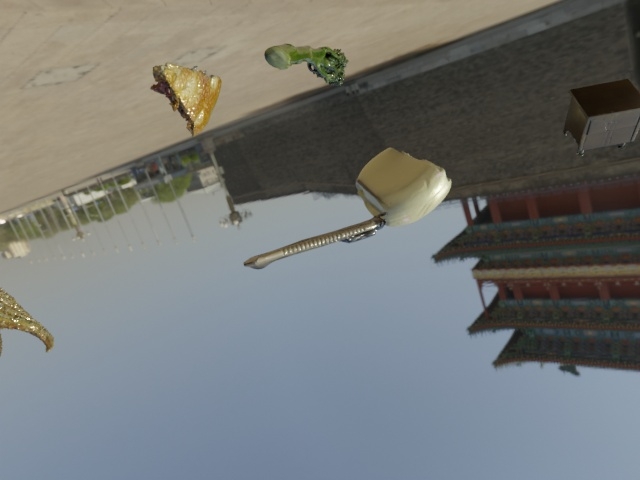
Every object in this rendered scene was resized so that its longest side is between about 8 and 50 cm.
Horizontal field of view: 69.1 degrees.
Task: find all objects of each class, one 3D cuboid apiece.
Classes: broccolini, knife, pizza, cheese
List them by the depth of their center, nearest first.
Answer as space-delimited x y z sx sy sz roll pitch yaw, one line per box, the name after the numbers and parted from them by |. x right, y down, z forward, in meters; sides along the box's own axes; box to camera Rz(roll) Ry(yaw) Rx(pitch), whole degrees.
-0.014 -0.327 0.887 0.079 0.074 0.392 -46 -177 27 | broccolini
0.003 0.006 1.007 0.366 0.043 0.089 -18 173 -29 | knife
-0.304 -0.327 1.016 0.069 0.154 0.194 20 175 26 | pizza
0.225 -0.158 1.271 0.233 0.127 0.266 -38 -144 -1 | cheese

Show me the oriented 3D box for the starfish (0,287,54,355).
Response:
-0.359 0.049 0.463 0.043 0.240 0.227 -35 -138 -5 | starfish

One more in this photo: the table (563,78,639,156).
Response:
0.415 -0.177 0.686 0.084 0.082 0.070 -10 -130 7 | table
